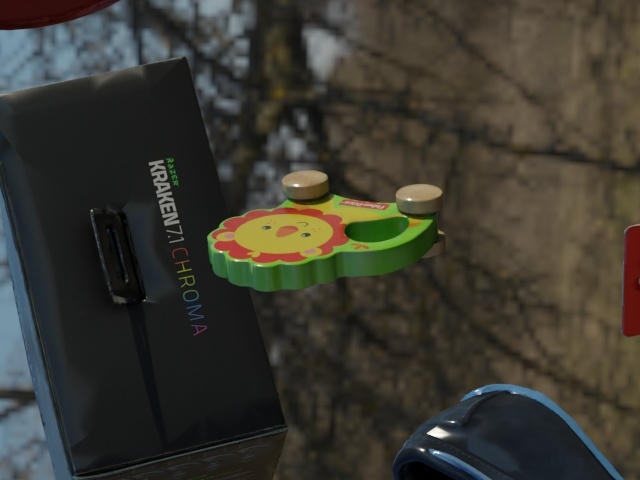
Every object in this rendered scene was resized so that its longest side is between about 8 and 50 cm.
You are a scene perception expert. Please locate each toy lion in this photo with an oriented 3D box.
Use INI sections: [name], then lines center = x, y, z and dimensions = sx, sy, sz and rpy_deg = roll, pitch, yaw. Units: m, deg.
[toy lion]
center = 0.000, 0.000, 0.957
dimensions = 0.096, 0.100, 0.034
rpy_deg = -43, -45, -55

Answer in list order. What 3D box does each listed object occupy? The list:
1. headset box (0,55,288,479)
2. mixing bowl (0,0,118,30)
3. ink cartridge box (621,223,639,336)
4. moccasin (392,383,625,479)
[headset box]
center = -0.119, 0.053, 1.251
dimensions = 0.283, 0.131, 0.246
rpy_deg = 106, 149, -69
[mixing bowl]
center = -0.102, -0.135, 0.668
dimensions = 0.181, 0.181, 0.098
rpy_deg = 84, 169, -70
[ink cartridge box]
center = 0.363, 0.040, 1.591
dimensions = 0.078, 0.231, 0.134
rpy_deg = -101, 3, -47
[moccasin]
center = 0.166, 0.234, 1.139
dimensions = 0.116, 0.342, 0.138
rpy_deg = -18, -40, -42
